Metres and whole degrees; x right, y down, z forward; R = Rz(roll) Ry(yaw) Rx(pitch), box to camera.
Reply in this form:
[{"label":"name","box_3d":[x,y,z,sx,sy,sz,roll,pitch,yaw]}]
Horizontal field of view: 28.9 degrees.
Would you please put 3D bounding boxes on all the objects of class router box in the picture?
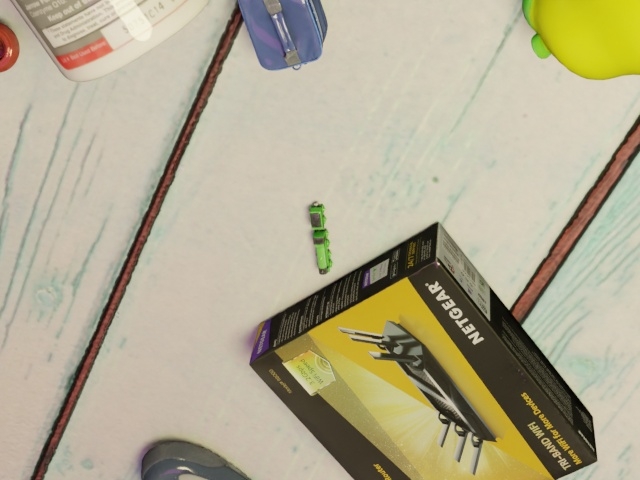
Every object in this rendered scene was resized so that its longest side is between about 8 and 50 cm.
[{"label":"router box","box_3d":[0.113,0.163,1.339,0.243,0.081,0.309,-31,113,24]}]

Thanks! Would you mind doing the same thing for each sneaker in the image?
[{"label":"sneaker","box_3d":[-0.102,0.376,1.469,0.112,0.131,0.319,-31,113,24]}]

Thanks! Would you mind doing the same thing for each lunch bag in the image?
[{"label":"lunch bag","box_3d":[-0.034,-0.203,1.141,0.067,0.065,0.098,-13,118,15]}]

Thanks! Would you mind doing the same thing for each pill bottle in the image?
[{"label":"pill bottle","box_3d":[-0.228,-0.292,1.055,0.161,0.161,0.283,-23,116,20]}]

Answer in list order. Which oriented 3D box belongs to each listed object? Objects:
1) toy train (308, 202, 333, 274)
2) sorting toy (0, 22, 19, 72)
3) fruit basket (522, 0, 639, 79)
[{"label":"toy train","box_3d":[0.000,0.000,1.287,0.017,0.023,0.083,-3,121,9]},{"label":"sorting toy","box_3d":[-0.335,-0.203,1.201,0.061,0.042,0.102,-40,98,10]},{"label":"fruit basket","box_3d":[0.354,-0.246,0.997,0.392,0.283,0.392,37,157,19]}]
